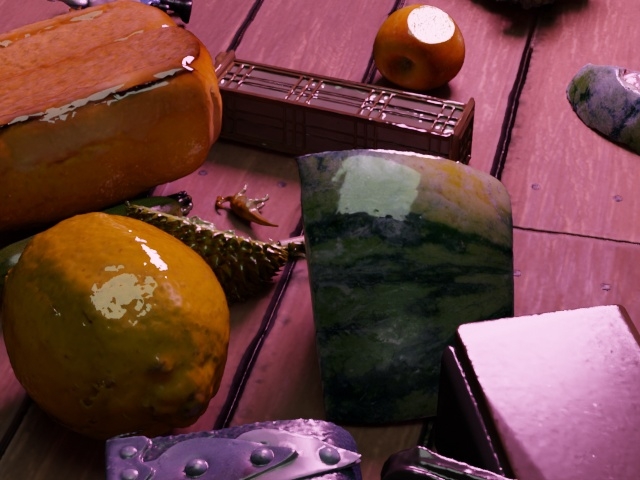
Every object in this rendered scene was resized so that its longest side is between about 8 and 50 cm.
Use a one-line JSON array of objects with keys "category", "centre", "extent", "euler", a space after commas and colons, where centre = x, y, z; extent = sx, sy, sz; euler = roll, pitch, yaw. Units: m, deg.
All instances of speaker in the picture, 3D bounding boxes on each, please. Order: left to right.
[{"category": "speaker", "centre": [0.214, 0.190, 1.265], "extent": [0.192, 0.153, 0.231], "euler": [-5, 38, -9]}]

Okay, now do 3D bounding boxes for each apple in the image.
[{"category": "apple", "centre": [0.123, -0.239, 1.875], "extent": [0.114, 0.099, 0.102], "euler": [42, 55, 8]}]

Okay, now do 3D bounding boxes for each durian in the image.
[{"category": "durian", "centre": [-0.104, 0.007, 1.546], "extent": [0.215, 0.086, 0.100], "euler": [16, 38, -8]}]

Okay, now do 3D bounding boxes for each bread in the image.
[{"category": "bread", "centre": [-0.290, -0.141, 1.682], "extent": [0.337, 0.148, 0.328], "euler": [-21, 29, -16]}]

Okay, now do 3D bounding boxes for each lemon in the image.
[{"category": "lemon", "centre": [-0.188, 0.079, 1.365], "extent": [0.204, 0.204, 0.260], "euler": [-24, 47, -29]}]

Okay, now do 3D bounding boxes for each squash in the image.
[{"category": "squash", "centre": [-0.234, 0.004, 1.570], "extent": [0.252, 0.066, 0.066], "euler": [-22, 43, -29]}]

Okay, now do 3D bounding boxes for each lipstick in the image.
[{"category": "lipstick", "centre": [0.000, 0.000, 1.621], "extent": [0.094, 0.019, 0.019], "euler": [-11, 39, -14]}]

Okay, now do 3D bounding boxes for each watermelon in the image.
[{"category": "watermelon", "centre": [0.079, 0.054, 1.480], "extent": [0.213, 0.201, 0.262], "euler": [0, 80, -3]}, {"category": "watermelon", "centre": [0.396, -0.181, 1.832], "extent": [0.139, 0.071, 0.187], "euler": [-15, 40, -27]}]

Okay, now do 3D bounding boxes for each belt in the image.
[{"category": "belt", "centre": [-0.069, 0.230, 1.234], "extent": [0.218, 0.122, 0.128], "euler": [-9, 40, -2]}]

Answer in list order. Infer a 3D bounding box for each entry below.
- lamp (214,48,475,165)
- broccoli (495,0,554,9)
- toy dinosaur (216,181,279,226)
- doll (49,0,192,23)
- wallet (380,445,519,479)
[{"category": "lamp", "centre": [0.015, -0.141, 1.751], "extent": [0.325, 0.089, 0.090], "euler": [13, 40, 17]}, {"category": "broccoli", "centre": [0.280, -0.454, 2.037], "extent": [0.247, 0.243, 0.263], "euler": [29, 49, 13]}, {"category": "toy dinosaur", "centre": [-0.074, -0.037, 1.660], "extent": [0.113, 0.026, 0.041], "euler": [23, 49, 40]}, {"category": "doll", "centre": [-0.271, -0.324, 2.002], "extent": [0.195, 0.070, 0.096], "euler": [2, 21, -10]}, {"category": "wallet", "centre": [0.203, 0.282, 1.114], "extent": [0.377, 0.197, 0.051], "euler": [14, 27, 17]}]
